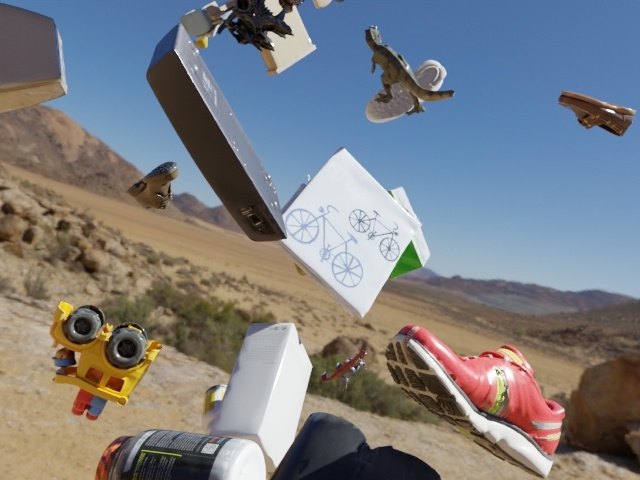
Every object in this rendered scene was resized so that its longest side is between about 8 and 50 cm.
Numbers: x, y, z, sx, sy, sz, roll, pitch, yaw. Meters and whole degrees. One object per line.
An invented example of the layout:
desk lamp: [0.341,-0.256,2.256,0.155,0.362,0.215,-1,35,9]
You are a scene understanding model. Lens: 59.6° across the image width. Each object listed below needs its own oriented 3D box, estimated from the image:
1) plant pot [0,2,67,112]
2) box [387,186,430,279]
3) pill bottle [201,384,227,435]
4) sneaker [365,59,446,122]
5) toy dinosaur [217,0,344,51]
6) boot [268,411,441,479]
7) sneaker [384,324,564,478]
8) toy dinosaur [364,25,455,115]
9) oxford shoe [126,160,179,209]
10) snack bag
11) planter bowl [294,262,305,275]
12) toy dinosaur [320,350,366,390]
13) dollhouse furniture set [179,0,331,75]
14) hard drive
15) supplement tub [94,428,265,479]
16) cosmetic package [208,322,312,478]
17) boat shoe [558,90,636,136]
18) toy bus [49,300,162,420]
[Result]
plant pot: [-0.358,-0.215,0.660,0.096,0.109,0.109,-6,2,-19]
box: [0.251,-0.033,1.839,0.126,0.262,0.231,-23,2,18]
pill bottle: [-0.328,0.559,1.795,0.103,0.103,0.184,16,23,-14]
sneaker: [0.220,-0.366,1.447,0.090,0.235,0.095,57,-7,9]
toy dinosaur: [-0.110,-0.487,1.049,0.321,0.219,0.164,8,4,1]
boot: [-0.113,0.378,0.638,0.367,0.445,0.146,28,-30,22]
sneaker: [0.188,0.168,0.663,0.279,0.118,0.107,40,-18,-24]
toy dinosaur: [0.149,-0.295,1.037,0.268,0.064,0.118,52,-16,33]
oxford shoe: [-0.398,-0.132,1.398,0.096,0.083,0.227,54,-36,-12]
snack bag: [0.068,-0.034,1.397,0.323,0.343,0.037,43,-29,-11]
planter bowl: [0.000,0.000,1.639,0.090,0.217,0.217,5,-4,19]
toy dinosaur: [0.039,0.237,1.045,0.082,0.090,0.047,-19,45,-19]
dollhouse furniture set: [-0.155,-0.560,1.441,0.303,0.286,0.198,13,-43,51]
hard drive: [-0.124,-0.125,0.687,0.255,0.054,0.172,61,5,-32]
supplement tub: [-0.310,0.534,1.240,0.337,0.207,0.207,0,-6,18]
cosmetic package: [-0.155,0.445,1.587,0.156,0.217,0.385,-5,36,19]
boat shoe: [0.639,-0.293,1.303,0.206,0.073,0.073,12,23,-16]
toy bus: [-0.467,0.251,1.141,0.220,0.212,0.149,29,-8,-14]
